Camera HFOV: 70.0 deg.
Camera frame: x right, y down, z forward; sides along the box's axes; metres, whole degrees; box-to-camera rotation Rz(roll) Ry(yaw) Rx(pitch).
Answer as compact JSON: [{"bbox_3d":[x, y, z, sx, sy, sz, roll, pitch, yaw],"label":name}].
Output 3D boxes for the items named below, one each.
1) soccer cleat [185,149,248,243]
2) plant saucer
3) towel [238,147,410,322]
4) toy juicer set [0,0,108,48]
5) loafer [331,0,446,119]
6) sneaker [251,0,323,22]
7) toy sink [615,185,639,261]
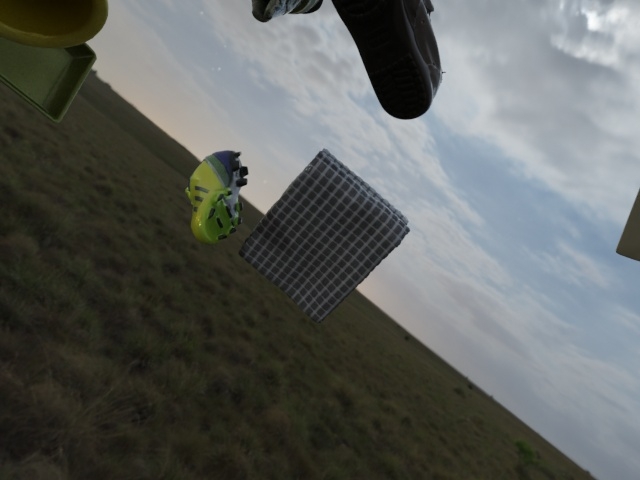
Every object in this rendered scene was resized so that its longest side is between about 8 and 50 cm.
[{"bbox_3d":[-0.222,-0.085,0.922,0.289,0.121,0.093,-88,164,-50],"label":"soccer cleat"},{"bbox_3d":[-0.539,-0.347,0.851,0.045,0.188,0.188,1,-27,27],"label":"plant saucer"},{"bbox_3d":[0.000,0.000,0.898,0.235,0.284,0.121,38,20,-7],"label":"towel"},{"bbox_3d":[-0.289,-0.114,0.202,0.209,0.329,0.089,37,38,-66],"label":"toy juicer set"},{"bbox_3d":[0.112,-0.392,0.765,0.134,0.130,0.366,1,-57,41],"label":"loafer"},{"bbox_3d":[-0.097,-0.554,0.739,0.158,0.182,0.410,8,-42,26],"label":"sneaker"},{"bbox_3d":[0.426,-0.038,0.402,0.234,0.131,0.153,23,-48,35],"label":"toy sink"}]
